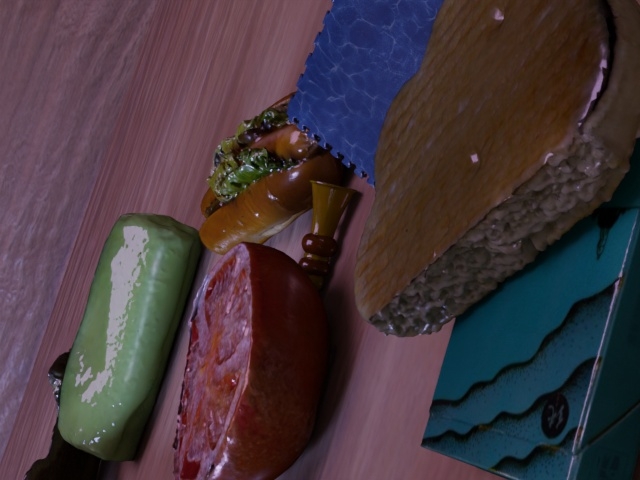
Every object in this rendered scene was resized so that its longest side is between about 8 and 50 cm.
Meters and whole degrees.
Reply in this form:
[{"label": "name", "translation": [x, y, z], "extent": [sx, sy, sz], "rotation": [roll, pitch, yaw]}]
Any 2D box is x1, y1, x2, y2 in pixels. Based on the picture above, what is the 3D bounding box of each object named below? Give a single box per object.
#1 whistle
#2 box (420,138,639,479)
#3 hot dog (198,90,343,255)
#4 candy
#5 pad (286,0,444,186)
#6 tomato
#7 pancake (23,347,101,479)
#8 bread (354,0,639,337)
[{"label": "whistle", "translation": [-0.004, -0.003, 1.001], "extent": [0.057, 0.046, 0.109], "rotation": [27, 103, 57]}, {"label": "box", "translation": [0.132, 0.020, 0.585], "extent": [0.161, 0.042, 0.226], "rotation": [173, 115, -71]}, {"label": "hot dog", "translation": [-0.062, -0.075, 1.138], "extent": [0.337, 0.100, 0.135], "rotation": [-29, 44, 64]}, {"label": "candy", "translation": [-0.260, 0.130, 1.479], "extent": [0.142, 0.132, 0.344], "rotation": [17, 90, 29]}, {"label": "pad", "translation": [0.081, -0.170, 0.839], "extent": [0.269, 0.012, 0.269], "rotation": [41, 113, 50]}, {"label": "tomato", "translation": [-0.058, 0.120, 0.951], "extent": [0.237, 0.095, 0.237], "rotation": [-165, 90, -70]}, {"label": "pancake", "translation": [-0.371, 0.304, 1.557], "extent": [0.288, 0.033, 0.286], "rotation": [-70, -16, -60]}, {"label": "bread", "translation": [0.098, -0.071, 0.619], "extent": [0.286, 0.056, 0.207], "rotation": [137, 146, -57]}]
